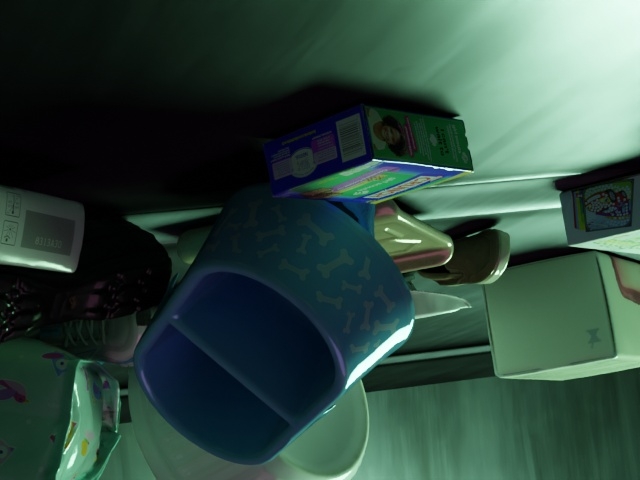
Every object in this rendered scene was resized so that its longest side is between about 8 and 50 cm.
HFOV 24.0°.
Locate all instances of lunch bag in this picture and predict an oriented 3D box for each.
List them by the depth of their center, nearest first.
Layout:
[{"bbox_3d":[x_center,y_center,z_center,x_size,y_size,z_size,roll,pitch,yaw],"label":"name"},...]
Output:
[{"bbox_3d":[-0.324,0.169,1.496,0.223,0.160,0.262,9,175,4],"label":"lunch bag"}]

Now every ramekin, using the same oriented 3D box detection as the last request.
[{"bbox_3d":[-0.064,0.175,1.604,0.127,0.273,0.273,-31,159,34],"label":"ramekin"}]

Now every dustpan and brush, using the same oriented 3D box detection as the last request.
[{"bbox_3d":[0.040,0.061,1.635,0.211,0.060,0.147,-10,-176,-28],"label":"dustpan and brush"}]

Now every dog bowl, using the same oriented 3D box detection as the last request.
[{"bbox_3d":[-0.047,0.075,1.124,0.074,0.166,0.297,-50,180,-36],"label":"dog bowl"}]

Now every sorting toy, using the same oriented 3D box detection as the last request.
[{"bbox_3d":[0.000,0.000,1.306,0.193,0.038,0.208,-12,165,17],"label":"sorting toy"}]

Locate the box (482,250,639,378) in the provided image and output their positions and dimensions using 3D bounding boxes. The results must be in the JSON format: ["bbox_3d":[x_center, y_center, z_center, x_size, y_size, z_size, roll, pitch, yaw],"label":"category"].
[{"bbox_3d":[0.307,0.094,1.802,0.148,0.127,0.232,-13,169,25],"label":"box"}]

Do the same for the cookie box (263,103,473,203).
[{"bbox_3d":[0.033,-0.055,0.996,0.092,0.040,0.107,-18,167,41],"label":"cookie box"}]

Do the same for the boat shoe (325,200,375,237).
[{"bbox_3d":[-0.003,0.024,1.185,0.089,0.109,0.258,3,139,2],"label":"boat shoe"}]

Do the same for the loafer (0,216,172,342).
[{"bbox_3d":[-0.216,0.024,1.108,0.223,0.078,0.076,-8,134,-39],"label":"loafer"}]

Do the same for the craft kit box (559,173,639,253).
[{"bbox_3d":[0.381,-0.038,1.345,0.246,0.061,0.250,-12,169,37],"label":"craft kit box"}]

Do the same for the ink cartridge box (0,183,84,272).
[{"bbox_3d":[-0.293,-0.020,0.958,0.225,0.056,0.181,7,177,25],"label":"ink cartridge box"}]

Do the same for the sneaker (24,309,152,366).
[{"bbox_3d":[-0.243,0.099,1.550,0.083,0.071,0.191,7,162,-37],"label":"sneaker"}]

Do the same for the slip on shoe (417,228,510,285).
[{"bbox_3d":[0.140,0.017,1.478,0.041,0.051,0.135,9,170,-22],"label":"slip on shoe"}]
